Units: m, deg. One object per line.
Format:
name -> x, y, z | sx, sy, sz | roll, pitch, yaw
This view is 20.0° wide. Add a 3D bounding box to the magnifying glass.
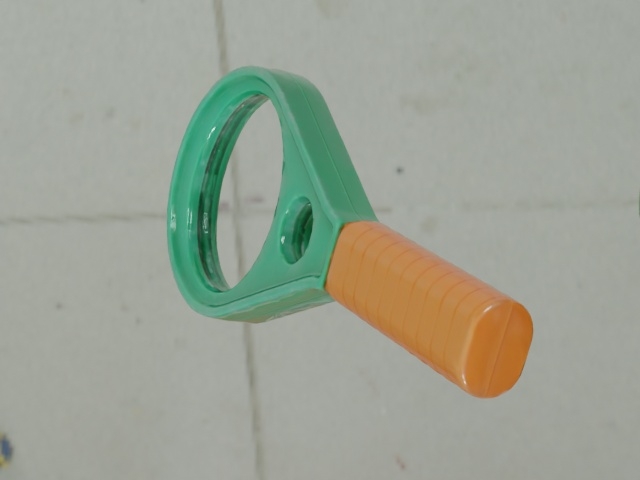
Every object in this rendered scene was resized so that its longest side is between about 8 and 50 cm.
magnifying glass -> 0.000, 0.000, 0.593 | 0.026, 0.231, 0.092 | 11, 100, -29
